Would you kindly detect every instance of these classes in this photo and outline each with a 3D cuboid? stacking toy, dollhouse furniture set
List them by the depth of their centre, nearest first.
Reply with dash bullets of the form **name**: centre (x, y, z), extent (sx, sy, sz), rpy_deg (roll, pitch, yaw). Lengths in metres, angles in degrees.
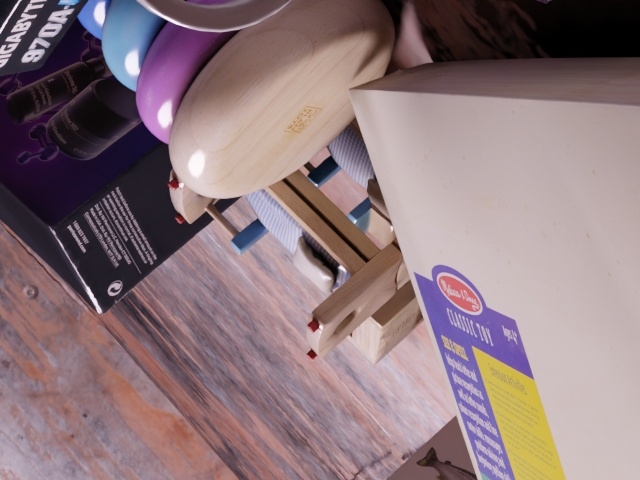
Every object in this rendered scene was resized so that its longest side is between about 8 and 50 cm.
- **stacking toy**: centre (-0.112, -0.182, 0.857), extent (0.330, 0.141, 0.141), rpy_deg (49, 165, 17)
- **dollhouse furniture set**: centre (0.000, 0.000, 0.962), extent (0.129, 0.129, 0.184), rpy_deg (45, 164, 15)

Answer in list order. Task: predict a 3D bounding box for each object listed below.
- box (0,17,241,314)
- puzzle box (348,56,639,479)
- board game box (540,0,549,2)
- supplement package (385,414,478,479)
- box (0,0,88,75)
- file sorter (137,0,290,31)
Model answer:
- **box**: centre (-0.171, -0.098, 1.100), extent (0.261, 0.184, 0.103), rpy_deg (37, 158, 37)
- **puzzle box**: centre (0.125, 0.057, 0.649), extent (0.409, 0.052, 0.272), rpy_deg (-153, 43, -75)
- **board game box**: centre (-0.015, -0.257, 0.553), extent (0.208, 0.056, 0.347), rpy_deg (29, 155, 41)
- **supplement package**: centre (0.102, 0.208, 1.081), extent (0.105, 0.179, 0.105), rpy_deg (34, 159, 44)
- **box**: centre (-0.153, -0.208, 0.766), extent (0.220, 0.051, 0.175), rpy_deg (-41, 72, 48)
- **file sorter**: centre (-0.077, -0.189, 0.454), extent (0.277, 0.193, 0.173), rpy_deg (26, 155, 55)
